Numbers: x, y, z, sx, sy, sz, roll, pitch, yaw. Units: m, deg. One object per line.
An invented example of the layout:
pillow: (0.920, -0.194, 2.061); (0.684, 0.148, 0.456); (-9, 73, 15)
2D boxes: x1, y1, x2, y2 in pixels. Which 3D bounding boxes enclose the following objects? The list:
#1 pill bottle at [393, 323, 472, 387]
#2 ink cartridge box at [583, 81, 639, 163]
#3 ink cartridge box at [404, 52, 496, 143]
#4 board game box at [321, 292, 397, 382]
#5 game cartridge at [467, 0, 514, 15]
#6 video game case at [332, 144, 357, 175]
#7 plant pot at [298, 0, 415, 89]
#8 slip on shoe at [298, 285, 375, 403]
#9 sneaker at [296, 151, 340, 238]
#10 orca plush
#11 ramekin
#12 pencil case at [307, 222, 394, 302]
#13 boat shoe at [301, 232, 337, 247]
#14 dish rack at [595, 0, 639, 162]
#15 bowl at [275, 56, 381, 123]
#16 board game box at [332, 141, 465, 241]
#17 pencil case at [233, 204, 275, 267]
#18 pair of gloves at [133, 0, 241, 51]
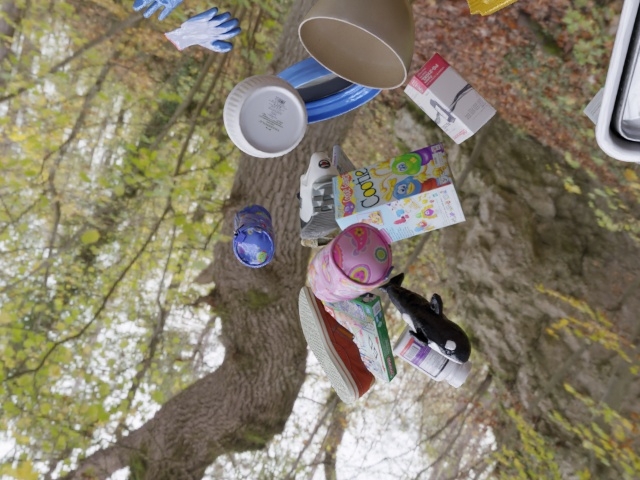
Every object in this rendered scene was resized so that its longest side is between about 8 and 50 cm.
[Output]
pill bottle: (0.301, 0.306, 1.576); (0.193, 0.108, 0.108); (33, -164, 4)
ink cartridge box: (0.751, -0.301, 1.401); (0.087, 0.153, 0.208); (10, -140, -25)
ink cartridge box: (0.371, -0.404, 1.710); (0.237, 0.100, 0.172); (44, 179, -1)
board game box: (0.098, 0.249, 1.672); (0.213, 0.317, 0.046); (18, -131, 37)
game cartridge: (0.434, -0.734, 1.389); (0.053, 0.323, 0.285); (-22, -176, -42)
video game case: (0.087, -0.197, 2.023); (0.023, 0.183, 0.201); (-7, 154, 24)
plant pot: (0.114, -0.528, 1.437); (0.284, 0.191, 0.284); (24, 171, 4)
slip on shoe: (0.035, 0.264, 1.558); (0.101, 0.123, 0.331); (-19, -116, -26)
sneaker: (-0.003, -0.125, 1.691); (0.122, 0.330, 0.146); (-8, -119, -17)
orca plush: (0.267, 0.161, 1.420); (0.151, 0.102, 0.287); (7, -149, -31)
ramekin: (-0.129, -0.300, 1.449); (0.207, 0.207, 0.109); (14, -168, -19)
pencil case: (0.052, 0.049, 1.135); (0.124, 0.124, 0.284); (18, 165, -7)
boat shoe: (0.000, 0.002, 2.366); (0.153, 0.056, 0.048); (-3, -153, -18)
dish rack: (0.519, -0.219, 0.692); (0.333, 0.285, 0.072); (6, -138, 16)
bowl: (0.010, -0.474, 1.844); (0.391, 0.077, 0.391); (-16, 174, -2)
board game box: (0.183, -0.099, 1.406); (0.144, 0.275, 0.142); (57, -158, -47)
pencil case: (-0.206, -0.022, 1.794); (0.133, 0.119, 0.306); (39, -171, -16)
pair of gloves: (-0.239, -0.402, 1.045); (0.159, 0.023, 0.198); (-6, 148, 31)
